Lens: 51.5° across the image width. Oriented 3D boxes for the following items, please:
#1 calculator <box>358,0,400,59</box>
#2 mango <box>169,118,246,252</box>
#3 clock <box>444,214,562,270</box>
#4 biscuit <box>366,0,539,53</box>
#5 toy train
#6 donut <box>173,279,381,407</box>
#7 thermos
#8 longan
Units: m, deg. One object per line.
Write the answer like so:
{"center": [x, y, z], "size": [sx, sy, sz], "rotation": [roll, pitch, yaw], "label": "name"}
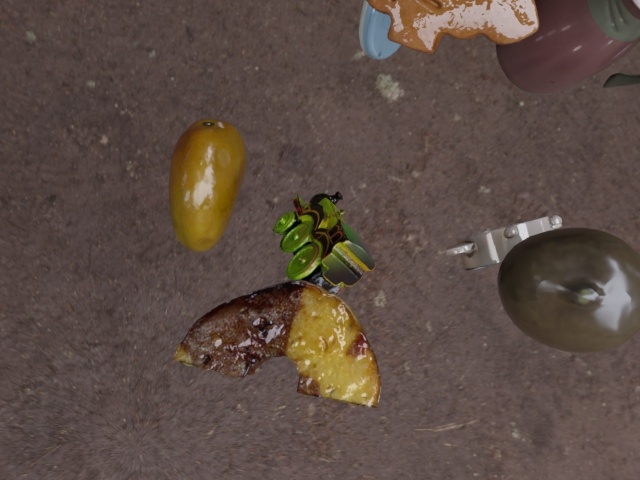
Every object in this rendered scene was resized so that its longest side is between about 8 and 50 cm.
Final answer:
{"center": [0.147, -0.456, 1.131], "size": [0.042, 0.188, 0.303], "rotation": [32, 107, 25], "label": "calculator"}
{"center": [-0.218, -0.109, 1.260], "size": [0.139, 0.175, 0.255], "rotation": [5, 76, 9], "label": "mango"}
{"center": [0.301, 0.007, 1.067], "size": [0.229, 0.155, 0.063], "rotation": [-15, 89, -26], "label": "clock"}
{"center": [0.160, -0.385, 0.808], "size": [0.284, 0.043, 0.306], "rotation": [21, 104, 10], "label": "biscuit"}
{"center": [0.000, 0.000, 1.284], "size": [0.160, 0.296, 0.100], "rotation": [-40, 120, 10], "label": "toy train"}
{"center": [-0.046, 0.139, 0.956], "size": [0.295, 0.112, 0.151], "rotation": [9, 75, 11], "label": "donut"}
{"center": [0.364, -0.280, 0.872], "size": [0.146, 0.265, 0.176], "rotation": [-30, 97, -11], "label": "thermos"}
{"center": [0.327, 0.063, 0.865], "size": [0.189, 0.189, 0.189], "rotation": [4, 72, -14], "label": "longan"}
